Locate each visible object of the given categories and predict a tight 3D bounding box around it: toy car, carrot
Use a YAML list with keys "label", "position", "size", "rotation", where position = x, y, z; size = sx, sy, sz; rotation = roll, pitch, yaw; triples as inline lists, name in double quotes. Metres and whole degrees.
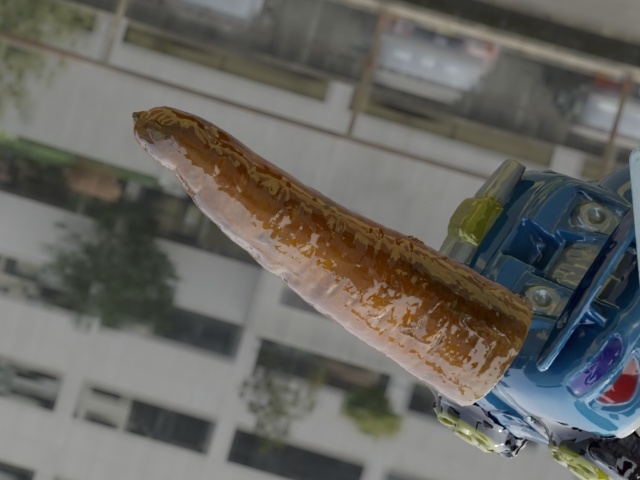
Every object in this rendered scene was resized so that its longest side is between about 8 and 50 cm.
- label: "toy car"
  position: [0.144, 0.032, 1.223]
  size: [0.166, 0.198, 0.314]
  rotation: [39, 170, -19]
- label: "carrot"
  position: [0.000, 0.000, 0.882]
  size: [0.210, 0.061, 0.061]
  rotation: [33, 173, -16]

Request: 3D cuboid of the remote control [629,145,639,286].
- label: "remote control"
  position: [0.221, 0.047, 0.661]
  size: [0.051, 0.103, 0.293]
  rotation: [-27, -146, -28]
